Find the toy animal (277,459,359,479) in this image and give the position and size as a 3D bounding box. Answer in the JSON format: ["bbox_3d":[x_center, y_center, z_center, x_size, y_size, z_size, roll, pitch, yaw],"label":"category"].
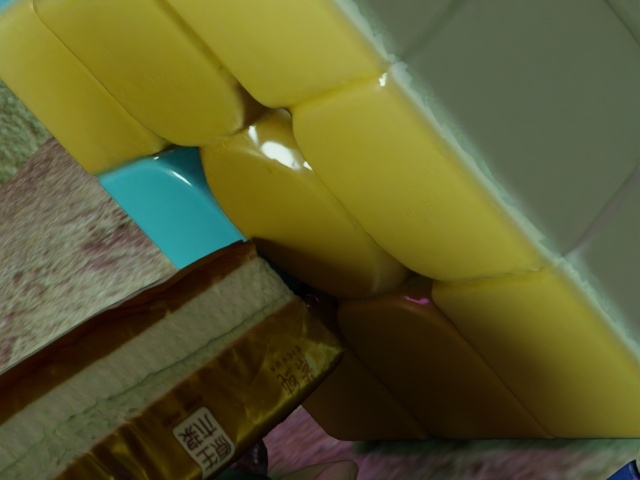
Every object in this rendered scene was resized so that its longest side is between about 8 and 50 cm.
[{"bbox_3d":[-0.044,0.172,0.641,0.212,0.124,0.124,-39,14,-13],"label":"toy animal"}]

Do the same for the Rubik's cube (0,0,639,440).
[{"bbox_3d":[0.070,-0.105,0.767,0.290,0.291,0.292,-49,18,-24],"label":"Rubik's cube"}]

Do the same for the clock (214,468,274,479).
[{"bbox_3d":[-0.090,0.197,0.766,0.211,0.066,0.159,-49,16,-23],"label":"clock"}]

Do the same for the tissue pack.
[{"bbox_3d":[-0.117,0.101,0.692,0.183,0.092,0.226,-40,-1,34],"label":"tissue pack"}]

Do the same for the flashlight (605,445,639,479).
[{"bbox_3d":[0.107,0.095,0.605,0.121,0.035,0.057,-38,16,15],"label":"flashlight"}]

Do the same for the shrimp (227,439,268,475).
[{"bbox_3d":[-0.125,0.144,0.941,0.233,0.090,0.079,-14,49,33],"label":"shrimp"}]
